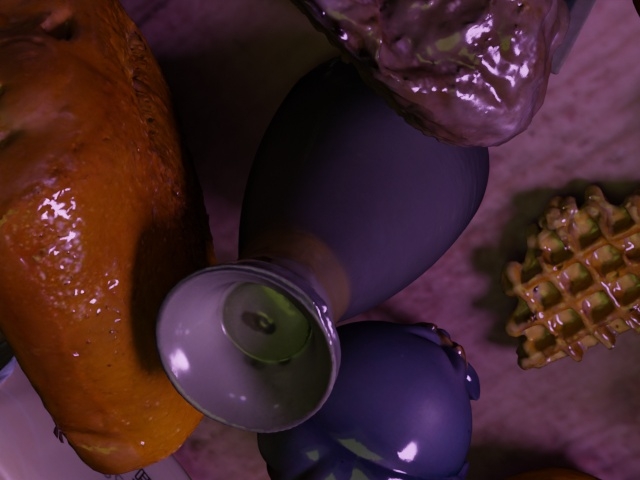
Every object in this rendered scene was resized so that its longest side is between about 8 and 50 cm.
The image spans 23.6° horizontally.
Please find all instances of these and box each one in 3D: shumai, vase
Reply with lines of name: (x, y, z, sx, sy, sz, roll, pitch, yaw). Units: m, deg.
shumai: (0.078, -0.256, 0.994, 0.283, 0.217, 0.346, -43, 85, 5)
vase: (0.000, 0.000, 1.071, 0.173, 0.321, 0.173, 9, 120, 16)

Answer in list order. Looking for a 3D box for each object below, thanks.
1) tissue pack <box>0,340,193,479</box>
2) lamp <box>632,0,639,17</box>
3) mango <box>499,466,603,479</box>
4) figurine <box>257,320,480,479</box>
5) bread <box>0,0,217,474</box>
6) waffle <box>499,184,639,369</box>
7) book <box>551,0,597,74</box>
tissue pack: (-0.261, 0.316, 1.409, 0.332, 0.205, 0.405, -28, 104, 34)
lamp: (0.289, -0.196, 0.930, 0.223, 0.223, 0.196, 10, 162, 15)
mango: (0.167, 0.294, 1.291, 0.176, 0.119, 0.317, 28, 128, -5)
figurine: (0.039, 0.152, 1.202, 0.175, 0.265, 0.197, 11, 94, 0)
bread: (-0.160, -0.028, 1.095, 0.148, 0.328, 0.337, -20, 131, -1)
waffle: (0.232, 0.035, 1.169, 0.192, 0.046, 0.160, 5, 116, 18)
book: (0.130, -0.274, 1.053, 0.215, 0.025, 0.282, 26, 124, 7)
